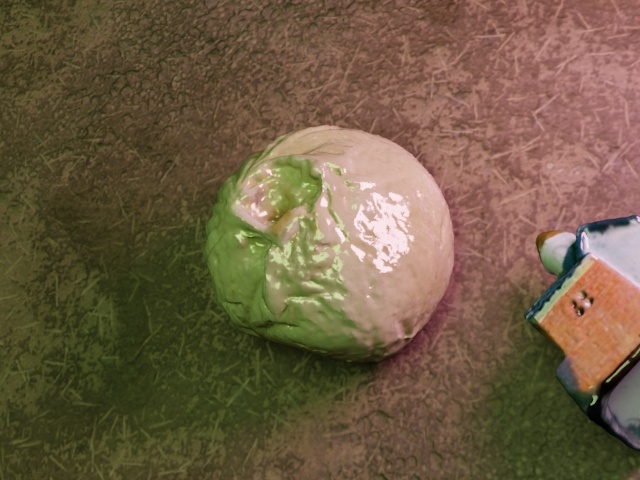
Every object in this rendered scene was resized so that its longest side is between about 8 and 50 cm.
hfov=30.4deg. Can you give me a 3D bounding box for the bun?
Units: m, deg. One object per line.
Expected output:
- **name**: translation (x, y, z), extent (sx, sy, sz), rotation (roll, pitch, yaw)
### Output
- **bun**: translation (0.000, 0.000, 1.615), extent (0.349, 0.227, 0.352), rotation (-24, 61, 12)

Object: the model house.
- **model house**: translation (0.372, 0.072, 1.453), extent (0.253, 0.184, 0.291), rotation (-47, 42, 7)
